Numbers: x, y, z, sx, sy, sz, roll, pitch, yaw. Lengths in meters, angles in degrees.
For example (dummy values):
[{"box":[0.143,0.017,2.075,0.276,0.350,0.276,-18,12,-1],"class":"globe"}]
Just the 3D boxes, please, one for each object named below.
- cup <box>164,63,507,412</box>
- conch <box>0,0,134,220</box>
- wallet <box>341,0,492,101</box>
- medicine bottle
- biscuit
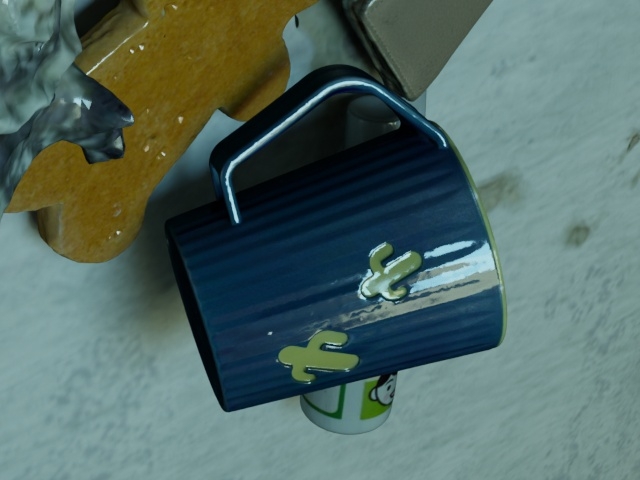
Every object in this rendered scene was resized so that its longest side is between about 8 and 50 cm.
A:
[{"box":[0.000,0.000,0.843,0.155,0.131,0.176,-19,112,-9],"class":"cup"},{"box":[-0.179,-0.082,0.572,0.313,0.186,0.240,1,118,-47],"class":"conch"},{"box":[0.072,-0.162,0.885,0.152,0.039,0.118,-51,151,-9],"class":"wallet"},{"box":[0.033,0.010,0.981,0.092,0.061,0.220,-40,143,-48],"class":"medicine bottle"},{"box":[-0.069,-0.100,0.793,0.250,0.036,0.165,-48,153,-4],"class":"biscuit"}]
